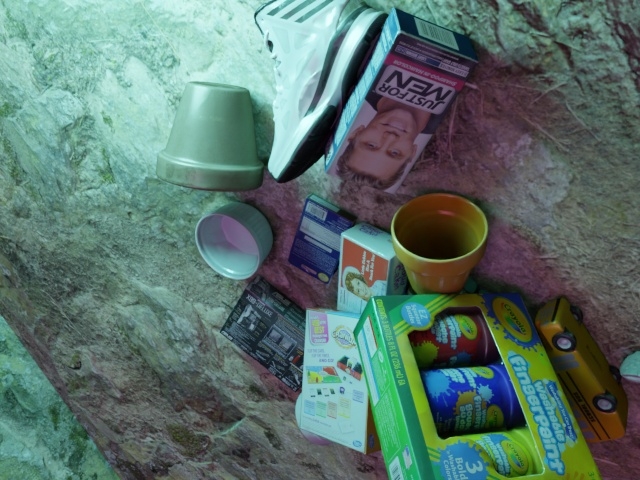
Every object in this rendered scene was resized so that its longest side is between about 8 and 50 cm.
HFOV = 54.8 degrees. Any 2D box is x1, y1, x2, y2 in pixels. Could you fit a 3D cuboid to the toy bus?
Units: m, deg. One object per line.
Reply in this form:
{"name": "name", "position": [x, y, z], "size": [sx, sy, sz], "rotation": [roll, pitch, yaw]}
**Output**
{"name": "toy bus", "position": [0.584, 0.297, 1.407], "size": [0.130, 0.108, 0.333], "rotation": [-27, 104, 41]}

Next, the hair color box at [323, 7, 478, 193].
{"name": "hair color box", "position": [0.150, -0.268, 1.254], "size": [0.173, 0.105, 0.347], "rotation": [15, 133, -16]}

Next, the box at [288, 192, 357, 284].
{"name": "box", "position": [0.000, 0.000, 1.604], "size": [0.136, 0.036, 0.225], "rotation": [29, 129, 12]}

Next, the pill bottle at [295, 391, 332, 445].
{"name": "pill bottle", "position": [0.119, 0.425, 1.681], "size": [0.229, 0.229, 0.407], "rotation": [49, 131, -6]}

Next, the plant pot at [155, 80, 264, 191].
{"name": "plant pot", "position": [-0.257, -0.255, 1.473], "size": [0.262, 0.263, 0.230], "rotation": [15, 109, 22]}

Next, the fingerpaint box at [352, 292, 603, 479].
{"name": "fingerpaint box", "position": [0.303, 0.331, 1.278], "size": [0.370, 0.445, 0.163], "rotation": [1, 141, -16]}

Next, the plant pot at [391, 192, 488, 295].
{"name": "plant pot", "position": [0.264, 0.031, 1.379], "size": [0.205, 0.205, 0.188], "rotation": [15, 142, 22]}

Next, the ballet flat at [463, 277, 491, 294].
{"name": "ballet flat", "position": [0.367, 0.124, 1.469], "size": [0.114, 0.041, 0.041], "rotation": [34, 131, 8]}

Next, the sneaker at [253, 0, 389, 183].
{"name": "sneaker", "position": [-0.051, -0.356, 1.350], "size": [0.257, 0.169, 0.448], "rotation": [41, 124, 13]}

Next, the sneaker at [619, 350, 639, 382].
{"name": "sneaker", "position": [0.764, 0.280, 1.308], "size": [0.235, 0.090, 0.095], "rotation": [-16, 120, 38]}

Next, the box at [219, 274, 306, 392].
{"name": "box", "position": [-0.129, 0.281, 1.836], "size": [0.307, 0.076, 0.242], "rotation": [37, 131, 4]}

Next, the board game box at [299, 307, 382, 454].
{"name": "board game box", "position": [0.056, 0.338, 1.538], "size": [0.242, 0.064, 0.317], "rotation": [4, 90, 48]}

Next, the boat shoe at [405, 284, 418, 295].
{"name": "boat shoe", "position": [0.290, 0.202, 1.536], "size": [0.224, 0.080, 0.073], "rotation": [51, 145, 8]}

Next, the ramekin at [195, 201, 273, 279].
{"name": "ramekin", "position": [-0.228, -0.007, 1.687], "size": [0.207, 0.109, 0.207], "rotation": [15, 125, 22]}

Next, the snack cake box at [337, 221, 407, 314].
{"name": "snack cake box", "position": [0.128, 0.105, 1.539], "size": [0.152, 0.089, 0.265], "rotation": [29, 133, 34]}
